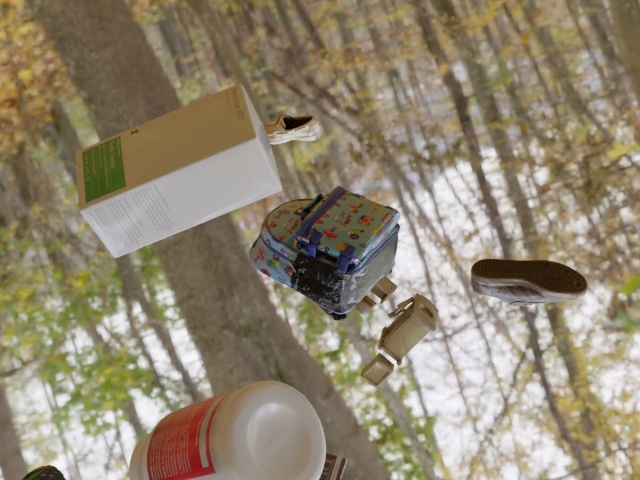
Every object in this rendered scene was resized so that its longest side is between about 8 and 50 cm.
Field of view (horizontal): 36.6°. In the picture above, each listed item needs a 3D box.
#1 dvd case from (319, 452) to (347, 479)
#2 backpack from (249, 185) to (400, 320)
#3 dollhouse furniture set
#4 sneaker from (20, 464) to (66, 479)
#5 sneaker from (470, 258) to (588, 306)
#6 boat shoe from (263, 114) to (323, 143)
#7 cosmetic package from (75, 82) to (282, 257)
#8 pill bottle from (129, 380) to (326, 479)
[{"bbox_3d":[-0.069,0.533,2.150,0.221,0.164,0.018,14,161,17],"label":"dvd case"},{"bbox_3d":[0.000,0.000,1.266,0.173,0.116,0.158,25,-140,22],"label":"backpack"},{"bbox_3d":[0.114,0.165,1.922,0.182,0.161,0.101,-48,-174,22],"label":"dollhouse furniture set"},{"bbox_3d":[-0.599,0.554,1.784,0.343,0.134,0.146,-53,-143,-4],"label":"sneaker"},{"bbox_3d":[0.341,0.074,1.585,0.189,0.071,0.066,10,-131,20],"label":"sneaker"},{"bbox_3d":[-0.077,-0.265,2.246,0.170,0.059,0.063,-2,-135,25],"label":"boat shoe"},{"bbox_3d":[-0.279,-0.137,1.902,0.366,0.155,0.197,-24,-136,4],"label":"cosmetic package"},{"bbox_3d":[-0.196,0.417,1.859,0.229,0.229,0.408,-20,176,-43],"label":"pill bottle"}]
